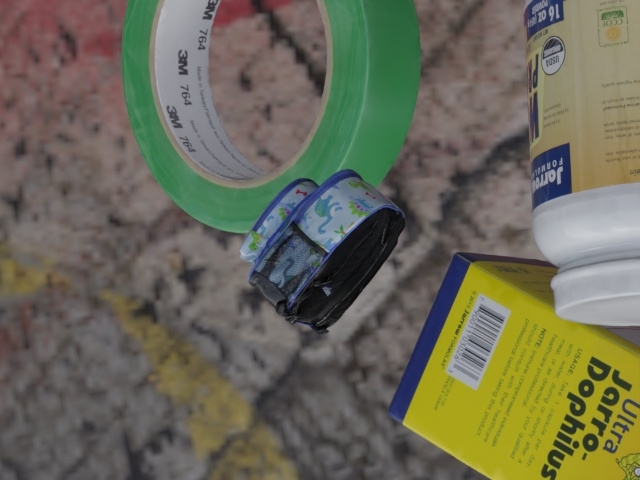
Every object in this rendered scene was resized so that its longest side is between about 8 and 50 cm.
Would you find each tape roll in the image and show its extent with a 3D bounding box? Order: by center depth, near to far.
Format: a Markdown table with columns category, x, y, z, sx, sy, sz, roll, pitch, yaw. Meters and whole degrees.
| category | x | y | z | sx | sy | sz | roll | pitch | yaw |
| --- | --- | --- | --- | --- | --- | --- | --- | --- | --- |
| tape roll | -0.052 | -0.168 | 1.854 | 0.321 | 0.077 | 0.321 | 3 | 95 | 42 |

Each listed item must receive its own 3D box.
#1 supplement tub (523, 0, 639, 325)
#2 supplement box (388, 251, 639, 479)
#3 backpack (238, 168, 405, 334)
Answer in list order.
| category | x | y | z | sx | sy | sz | roll | pitch | yaw |
| --- | --- | --- | --- | --- | --- | --- | --- | --- | --- |
| supplement tub | 0.302 | -0.091 | 1.808 | 0.228 | 0.228 | 0.316 | -12 | 74 | 43 |
| supplement box | 0.283 | 0.175 | 2.038 | 0.356 | 0.194 | 0.195 | 30 | 104 | 34 |
| backpack | 0.000 | 0.000 | 1.493 | 0.084 | 0.105 | 0.114 | 43 | 95 | 18 |
